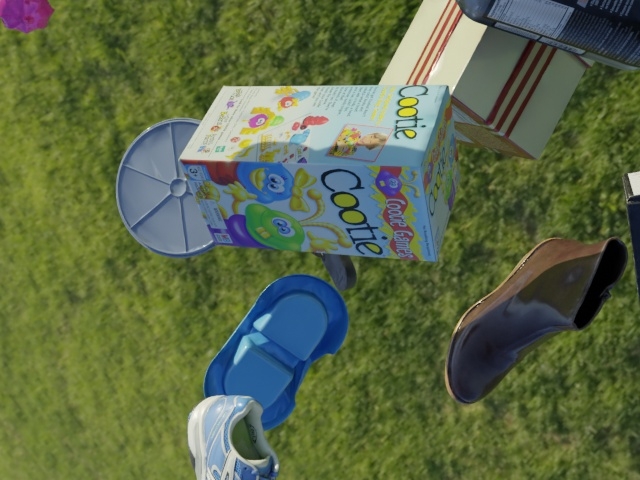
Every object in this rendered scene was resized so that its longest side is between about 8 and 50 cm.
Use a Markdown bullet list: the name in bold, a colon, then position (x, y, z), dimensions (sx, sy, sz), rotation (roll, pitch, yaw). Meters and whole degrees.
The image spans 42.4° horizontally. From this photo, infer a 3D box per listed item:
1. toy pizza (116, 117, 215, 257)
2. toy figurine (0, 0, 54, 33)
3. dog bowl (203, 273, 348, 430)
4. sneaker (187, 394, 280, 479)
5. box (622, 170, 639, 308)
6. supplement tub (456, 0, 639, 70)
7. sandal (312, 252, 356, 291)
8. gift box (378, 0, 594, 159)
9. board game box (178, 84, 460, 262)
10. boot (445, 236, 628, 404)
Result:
- **toy pizza**: position (-0.200, -0.075, 1.190), dimensions (0.201, 0.201, 0.032), rotation (46, -171, 11)
- **toy figurine**: position (-0.466, -0.386, 1.266), dimensions (0.159, 0.173, 0.130), rotation (27, 172, 29)
- **dog bowl**: position (-0.079, 0.186, 1.422), dimensions (0.166, 0.297, 0.074), rotation (36, -178, -12)
- **sneaker**: position (-0.084, 0.260, 0.841), dimensions (0.081, 0.080, 0.211), rotation (-25, 72, 40)
- **box**: position (0.527, 0.035, 0.971), dimensions (0.293, 0.073, 0.296), rotation (-8, 120, 20)
- **supplement tub**: position (0.322, -0.367, 1.125), dimensions (0.315, 0.194, 0.194), rotation (18, 147, -1)
- **sandal**: position (0.000, 0.000, 1.809), dimensions (0.255, 0.054, 0.097), rotation (59, 148, 33)
- **gift box**: position (0.268, -0.316, 1.386), dimensions (0.255, 0.258, 0.276), rotation (29, 180, -36)
- **board game box**: position (0.006, -0.081, 0.945), dimensions (0.275, 0.144, 0.142), rotation (4, 137, 21)
- **boot**: position (0.255, 0.100, 1.012), dimensions (0.090, 0.248, 0.207), rotation (34, 171, -7)
